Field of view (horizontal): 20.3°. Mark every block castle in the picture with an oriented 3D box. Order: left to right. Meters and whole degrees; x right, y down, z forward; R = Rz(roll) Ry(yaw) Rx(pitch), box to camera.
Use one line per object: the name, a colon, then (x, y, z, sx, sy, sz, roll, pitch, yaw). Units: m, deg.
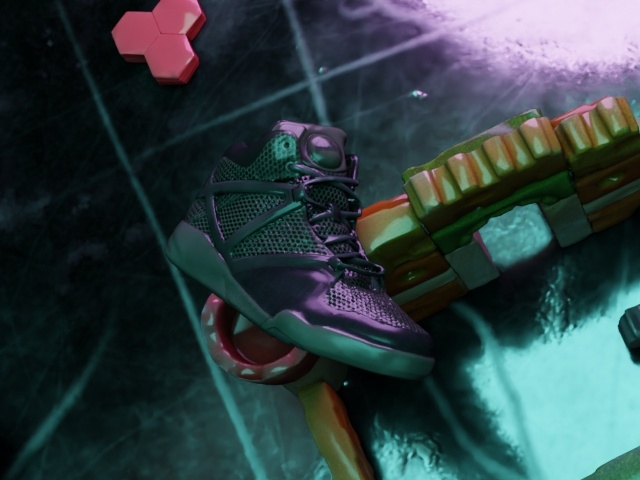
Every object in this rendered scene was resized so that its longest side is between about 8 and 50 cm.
block castle: (0.171, 0.070, 1.222, 0.453, 0.213, 0.303, -27, 68, 6)

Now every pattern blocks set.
pattern blocks set: (-0.155, -0.311, 1.528, 0.325, 0.026, 0.285, 39, 86, 22)

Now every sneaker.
sneaker: (0.000, 0.000, 1.145, 0.227, 0.087, 0.130, 34, 102, 44)
